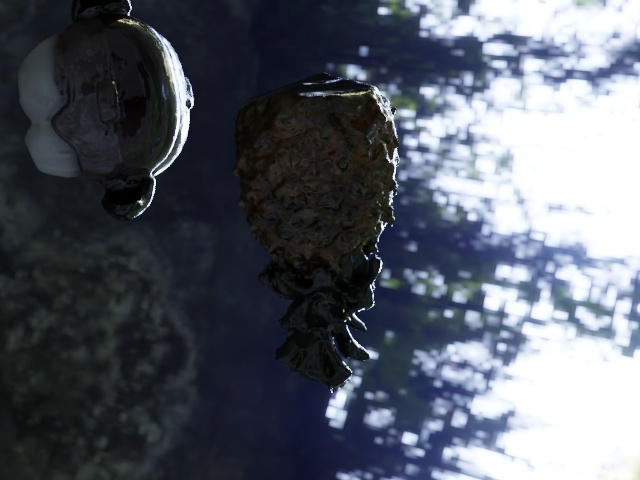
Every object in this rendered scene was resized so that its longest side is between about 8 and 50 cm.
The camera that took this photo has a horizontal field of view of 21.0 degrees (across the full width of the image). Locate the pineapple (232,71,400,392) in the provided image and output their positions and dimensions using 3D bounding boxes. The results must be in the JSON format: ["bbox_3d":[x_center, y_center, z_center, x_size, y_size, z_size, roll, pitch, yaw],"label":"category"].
[{"bbox_3d":[0.000,0.000,1.057,0.108,0.108,0.197,-15,-71,-44],"label":"pineapple"}]

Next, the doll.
[{"bbox_3d":[-0.161,-0.110,1.338,0.257,0.117,0.182,-74,-25,-83],"label":"doll"}]
